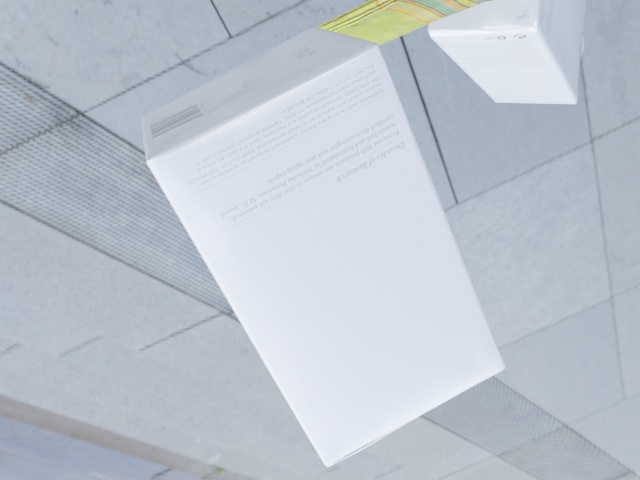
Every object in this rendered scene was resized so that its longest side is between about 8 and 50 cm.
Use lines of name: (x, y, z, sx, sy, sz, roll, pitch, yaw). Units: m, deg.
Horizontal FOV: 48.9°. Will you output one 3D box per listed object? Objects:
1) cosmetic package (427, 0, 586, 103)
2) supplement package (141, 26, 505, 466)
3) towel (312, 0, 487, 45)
cosmetic package: (0.306, -0.358, 1.087, 0.156, 0.217, 0.385, 6, 176, 26)
supplement package: (0.000, 0.000, 0.589, 0.175, 0.177, 0.292, -28, 114, -4)
towel: (0.065, -0.226, 0.746, 0.237, 0.021, 0.102, -12, 174, 41)
